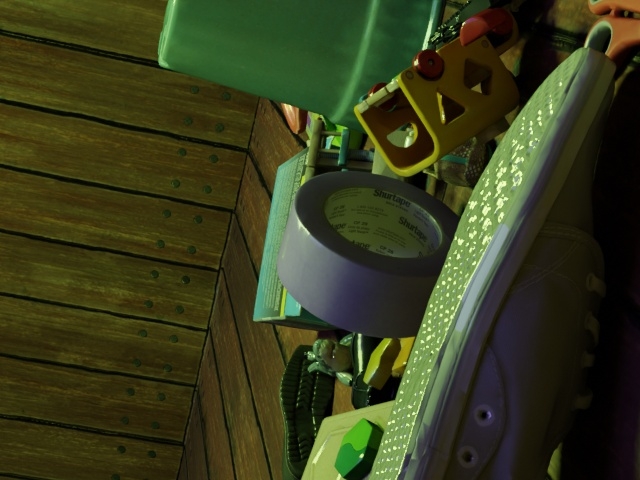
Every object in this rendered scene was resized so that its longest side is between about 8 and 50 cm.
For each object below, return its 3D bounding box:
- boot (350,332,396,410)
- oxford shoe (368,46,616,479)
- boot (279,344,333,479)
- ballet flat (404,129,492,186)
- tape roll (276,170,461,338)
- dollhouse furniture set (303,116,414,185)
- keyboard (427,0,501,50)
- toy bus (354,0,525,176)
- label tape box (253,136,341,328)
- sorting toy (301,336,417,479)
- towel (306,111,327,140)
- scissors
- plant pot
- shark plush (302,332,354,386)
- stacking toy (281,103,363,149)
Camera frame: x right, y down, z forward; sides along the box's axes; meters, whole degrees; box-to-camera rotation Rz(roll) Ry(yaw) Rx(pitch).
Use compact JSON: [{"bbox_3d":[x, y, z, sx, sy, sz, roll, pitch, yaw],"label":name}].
[{"bbox_3d":[0.063,0.156,1.591,0.099,0.045,0.121,177,98,-81],"label":"boot"},{"bbox_3d":[0.149,0.070,1.011,0.169,0.130,0.449,125,165,-77],"label":"oxford shoe"},{"bbox_3d":[-0.031,0.263,1.936,0.137,0.077,0.198,109,169,-62],"label":"boot"},{"bbox_3d":[0.127,-0.100,1.442,0.206,0.067,0.073,-149,69,-80],"label":"ballet flat"},{"bbox_3d":[0.055,0.012,1.379,0.189,0.189,0.080,-95,18,-56],"label":"tape roll"},{"bbox_3d":[0.044,-0.093,1.584,0.184,0.129,0.129,73,-156,-73],"label":"dollhouse furniture set"},{"bbox_3d":[0.157,-0.233,1.354,0.023,0.108,0.180,55,167,-1],"label":"keyboard"},{"bbox_3d":[0.135,-0.140,1.274,0.202,0.104,0.191,-32,2,15],"label":"toy bus"},{"bbox_3d":[0.000,0.000,1.922,0.347,0.115,0.249,163,117,-76],"label":"label tape box"},{"bbox_3d":[0.027,0.229,1.446,0.229,0.041,0.307,-33,32,61],"label":"sorting toy"},{"bbox_3d":[-0.006,-0.176,2.094,0.083,0.009,0.060,101,149,-57],"label":"towel"},{"bbox_3d":[0.248,-0.170,0.980,0.297,0.021,0.109,-150,73,-81],"label":"scissors"},{"bbox_3d":[-0.034,-0.326,1.817,0.341,0.334,0.341,-169,90,-81],"label":"plant pot"},{"bbox_3d":[0.008,0.154,1.826,0.161,0.067,0.073,173,108,-79],"label":"shark plush"},{"bbox_3d":[0.037,-0.252,2.134,0.309,0.130,0.279,118,134,-67],"label":"stacking toy"}]
